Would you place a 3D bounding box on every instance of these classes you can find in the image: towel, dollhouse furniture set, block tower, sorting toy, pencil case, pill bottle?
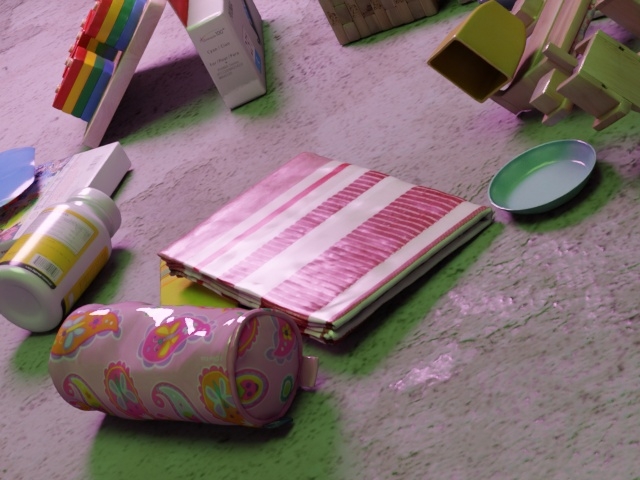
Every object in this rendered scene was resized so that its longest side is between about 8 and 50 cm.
[{"bbox_3d":[-0.137,0.055,1.747,0.102,0.021,0.237,-28,28,9],"label":"towel"},{"bbox_3d":[0.315,-0.183,1.696,0.303,0.174,0.355,-63,11,-25],"label":"dollhouse furniture set"},{"bbox_3d":[0.165,-0.372,2.100,0.336,0.091,0.097,-16,30,23],"label":"block tower"},{"bbox_3d":[-0.311,-0.310,2.296,0.255,0.089,0.257,-59,15,27],"label":"sorting toy"},{"bbox_3d":[0.000,0.000,1.669,0.237,0.037,0.329,-37,32,-24],"label":"towel"},{"bbox_3d":[-0.142,0.122,1.539,0.284,0.124,0.124,-2,38,40],"label":"pencil case"},{"bbox_3d":[-0.320,0.019,1.886,0.103,0.103,0.184,-8,34,36],"label":"pill bottle"}]

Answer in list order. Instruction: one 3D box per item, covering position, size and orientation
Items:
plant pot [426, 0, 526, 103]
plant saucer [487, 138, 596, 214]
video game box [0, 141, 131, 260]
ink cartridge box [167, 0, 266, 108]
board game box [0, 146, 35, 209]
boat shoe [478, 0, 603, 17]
[{"bbox_3d":[0.184,-0.220,1.724,0.083,0.081,0.081,-58,9,-23],"label":"plant pot"},{"bbox_3d":[0.232,-0.061,1.589,0.119,0.021,0.119,-22,29,13],"label":"plant saucer"},{"bbox_3d":[-0.377,-0.042,2.102,0.187,0.048,0.205,-11,32,29],"label":"video game box"},{"bbox_3d":[-0.166,-0.362,2.208,0.066,0.261,0.296,-25,28,10],"label":"ink cartridge box"},{"bbox_3d":[-0.449,-0.068,2.135,0.133,0.033,0.168,-24,32,4],"label":"board game box"},{"bbox_3d":[0.296,-0.329,1.914,0.254,0.079,0.095,8,45,49],"label":"boat shoe"}]
